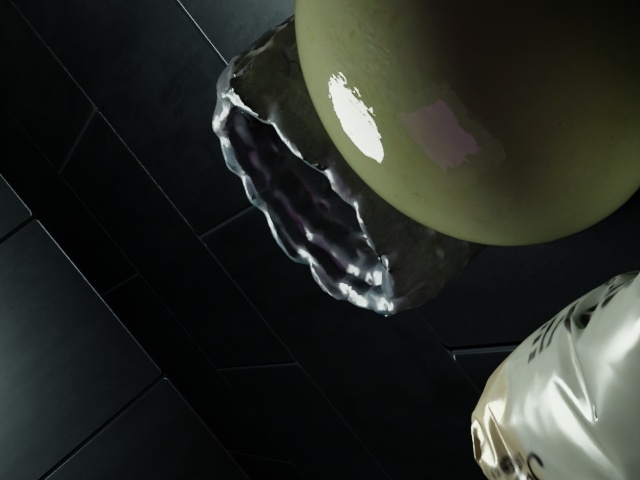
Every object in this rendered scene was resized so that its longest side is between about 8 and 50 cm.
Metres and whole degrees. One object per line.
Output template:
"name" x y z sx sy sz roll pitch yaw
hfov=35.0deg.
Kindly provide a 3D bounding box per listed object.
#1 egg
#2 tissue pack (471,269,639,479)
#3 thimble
"egg" 0.085 -0.108 0.586 0.254 0.188 0.189 51 163 31
"tissue pack" 0.289 0.115 0.534 0.390 0.195 0.376 34 148 7
"thimble" 0.038 -0.071 0.768 0.205 0.172 0.236 3 128 59
